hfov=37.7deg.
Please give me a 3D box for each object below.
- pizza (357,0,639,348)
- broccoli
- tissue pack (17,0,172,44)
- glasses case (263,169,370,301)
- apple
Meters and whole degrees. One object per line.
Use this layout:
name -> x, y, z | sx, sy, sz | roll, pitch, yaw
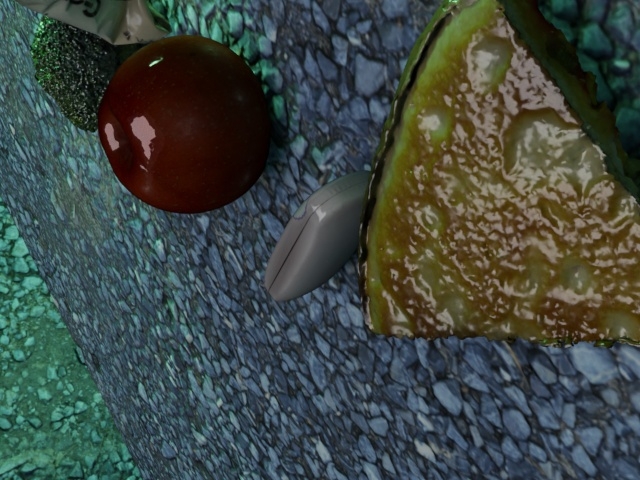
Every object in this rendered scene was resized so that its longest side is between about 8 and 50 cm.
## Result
pizza -> 0.225, -0.009, 0.904 | 0.406, 0.130, 0.440 | 33, 131, 24
broccoli -> -0.412, -0.322, 1.647 | 0.176, 0.198, 0.226 | 46, -157, -46
tissue pack -> -0.431, -0.476, 1.421 | 0.195, 0.375, 0.390 | -47, 63, 18
glasses case -> 0.000, 0.000, 1.282 | 0.075, 0.113, 0.297 | 57, 150, 15
apple -> -0.203, -0.171, 1.376 | 0.260, 0.216, 0.260 | 39, 140, 42
